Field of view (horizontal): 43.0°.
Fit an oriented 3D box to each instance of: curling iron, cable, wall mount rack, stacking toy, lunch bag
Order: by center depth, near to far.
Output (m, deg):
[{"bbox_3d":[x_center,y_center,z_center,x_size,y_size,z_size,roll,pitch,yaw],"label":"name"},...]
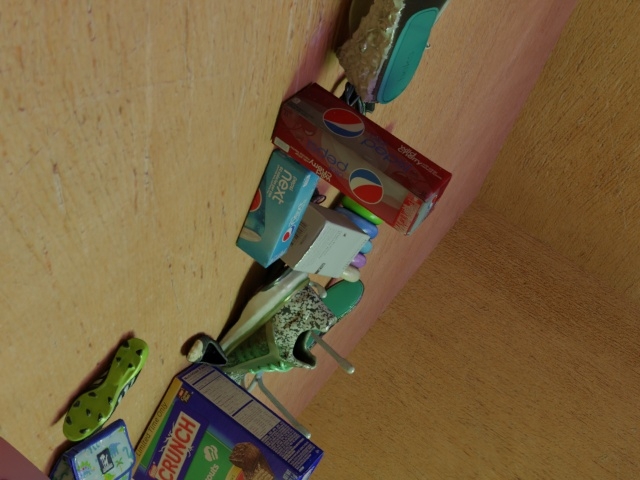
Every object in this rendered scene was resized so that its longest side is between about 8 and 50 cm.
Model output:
[{"bbox_3d":[-0.379,0.382,1.349,0.129,0.096,0.151,-30,139,-56],"label":"lunch bag"},{"bbox_3d":[0.044,-0.225,1.431,0.150,0.047,0.184,-49,170,-1],"label":"cable"},{"bbox_3d":[-0.057,0.004,1.649,0.068,0.035,0.274,-34,156,-57],"label":"curling iron"},{"bbox_3d":[-0.055,0.250,1.822,0.350,0.130,0.304,-61,-157,26],"label":"wall mount rack"},{"bbox_3d":[0.096,-0.079,1.831,0.330,0.141,0.141,-62,167,1],"label":"stacking toy"}]

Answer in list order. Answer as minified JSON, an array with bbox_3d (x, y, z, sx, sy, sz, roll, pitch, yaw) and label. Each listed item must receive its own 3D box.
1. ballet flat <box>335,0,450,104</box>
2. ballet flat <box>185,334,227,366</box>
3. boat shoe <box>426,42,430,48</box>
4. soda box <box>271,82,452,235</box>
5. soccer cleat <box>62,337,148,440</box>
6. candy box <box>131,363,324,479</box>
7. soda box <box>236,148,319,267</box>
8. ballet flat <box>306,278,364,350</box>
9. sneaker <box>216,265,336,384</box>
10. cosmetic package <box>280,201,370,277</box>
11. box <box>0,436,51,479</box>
[{"bbox_3d":[0.119,-0.362,1.125,0.147,0.147,0.409,-43,169,-42],"label":"ballet flat"},{"bbox_3d":[-0.218,0.217,1.581,0.057,0.049,0.173,-55,167,-1],"label":"ballet flat"},{"bbox_3d":[0.168,-0.354,1.478,0.206,0.065,0.075,-54,167,-5],"label":"boat shoe"},{"bbox_3d":[0.060,-0.124,1.228,0.092,0.263,0.083,-42,163,-42],"label":"soda box"},{"bbox_3d":[-0.319,0.229,1.234,0.179,0.060,0.072,-54,169,-16],"label":"soccer cleat"},{"bbox_3d":[-0.197,0.442,1.629,0.268,0.317,0.122,-61,164,21],"label":"candy box"},{"bbox_3d":[-0.069,-0.059,1.366,0.067,0.071,0.210,-37,158,-51],"label":"soda box"},{"bbox_3d":[0.009,0.210,2.317,0.280,0.095,0.096,-43,176,-6],"label":"ballet flat"},{"bbox_3d":[-0.100,0.226,1.691,0.158,0.182,0.410,-37,166,-46],"label":"sneaker"},{"bbox_3d":[0.000,0.000,1.587,0.117,0.085,0.231,-53,156,10],"label":"cosmetic package"},{"bbox_3d":[-0.469,0.393,0.980,0.243,0.117,0.213,-58,167,17],"label":"box"}]
